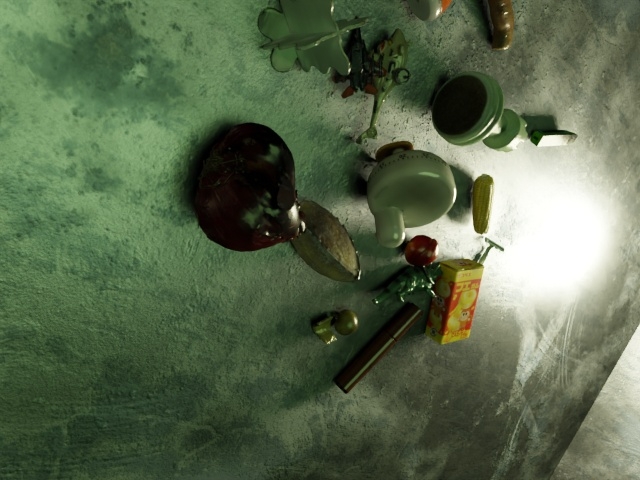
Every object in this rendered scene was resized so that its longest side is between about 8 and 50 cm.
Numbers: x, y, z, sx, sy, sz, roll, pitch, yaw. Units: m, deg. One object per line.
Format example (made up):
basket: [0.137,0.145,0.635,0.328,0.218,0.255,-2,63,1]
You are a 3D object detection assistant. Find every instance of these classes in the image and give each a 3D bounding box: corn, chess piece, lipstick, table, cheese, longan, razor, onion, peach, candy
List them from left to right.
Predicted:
onion: [-0.148,-0.111,0.989,0.281,0.221,0.280,5,82,-38]
table: [-0.014,-0.421,0.952,0.167,0.198,0.166,-13,116,-28]
cheese: [0.012,0.260,1.345,0.060,0.042,0.083,-26,110,-30]
longan: [0.069,0.237,1.360,0.083,0.075,0.075,28,92,-8]
lipstick: [0.187,0.340,1.481,0.357,0.057,0.057,-44,126,-11]
peach: [0.306,0.033,1.412,0.101,0.101,0.100,-13,115,-29]
candy: [0.454,0.206,1.580,0.146,0.088,0.275,-6,112,-30]
razor: [0.557,0.095,1.642,0.084,0.036,0.211,29,98,-14]
corn: [0.526,-0.118,1.509,0.068,0.067,0.206,-20,118,-26]
chess piece: [0.471,-0.339,1.324,0.299,0.195,0.194,8,104,-44]

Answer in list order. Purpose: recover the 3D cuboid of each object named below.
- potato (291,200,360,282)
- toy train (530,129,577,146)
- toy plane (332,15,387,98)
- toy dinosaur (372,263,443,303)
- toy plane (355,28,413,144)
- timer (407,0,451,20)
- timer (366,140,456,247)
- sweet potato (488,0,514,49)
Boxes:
potato: [-0.003,-0.001,1.218,0.261,0.100,0.120,47,41,-22]
toy train: [0.807,-0.357,1.611,0.209,0.042,0.044,-9,137,-31]
toy plane: [0.088,-0.432,1.091,0.061,0.130,0.189,-29,116,-71]
toy dinosaur: [0.271,0.150,1.448,0.292,0.079,0.119,-30,117,-23]
toy plane: [0.151,-0.376,1.154,0.108,0.092,0.286,8,104,-13]
timer: [0.273,-0.613,1.124,0.136,0.099,0.136,-21,131,-26]
timer: [0.234,-0.112,1.215,0.234,0.239,0.233,0,143,0]
sweet potato: [0.465,-0.685,1.216,0.109,0.109,0.385,-35,124,-17]
